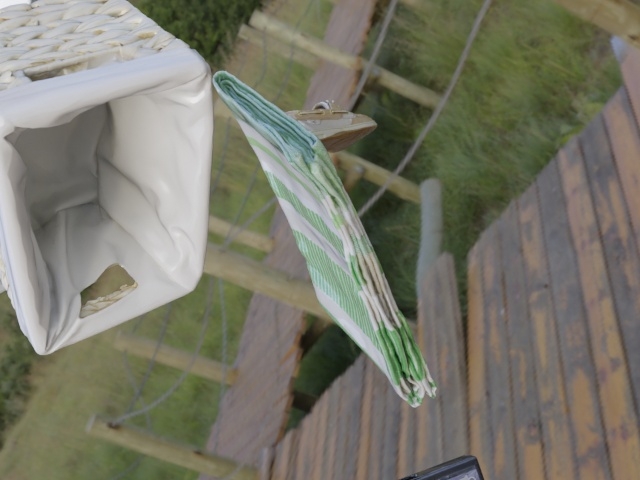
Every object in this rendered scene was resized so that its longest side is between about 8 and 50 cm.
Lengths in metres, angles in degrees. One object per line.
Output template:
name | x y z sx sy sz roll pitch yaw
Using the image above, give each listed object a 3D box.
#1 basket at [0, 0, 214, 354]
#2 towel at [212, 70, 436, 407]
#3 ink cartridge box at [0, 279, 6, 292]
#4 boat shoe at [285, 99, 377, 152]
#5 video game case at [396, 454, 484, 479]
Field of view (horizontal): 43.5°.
basket | -0.134 -0.040 0.443 0.103 0.113 0.167 45 143 32
towel | 0.000 0.000 0.814 0.038 0.324 0.248 -33 35 -9
ink cartridge box | -0.416 -0.003 0.888 0.165 0.065 0.333 -31 30 -14
boat shoe | 0.010 -0.142 0.975 0.063 0.059 0.170 -34 -8 34
video game case | 0.081 0.382 0.776 0.035 0.248 0.274 139 114 -75
